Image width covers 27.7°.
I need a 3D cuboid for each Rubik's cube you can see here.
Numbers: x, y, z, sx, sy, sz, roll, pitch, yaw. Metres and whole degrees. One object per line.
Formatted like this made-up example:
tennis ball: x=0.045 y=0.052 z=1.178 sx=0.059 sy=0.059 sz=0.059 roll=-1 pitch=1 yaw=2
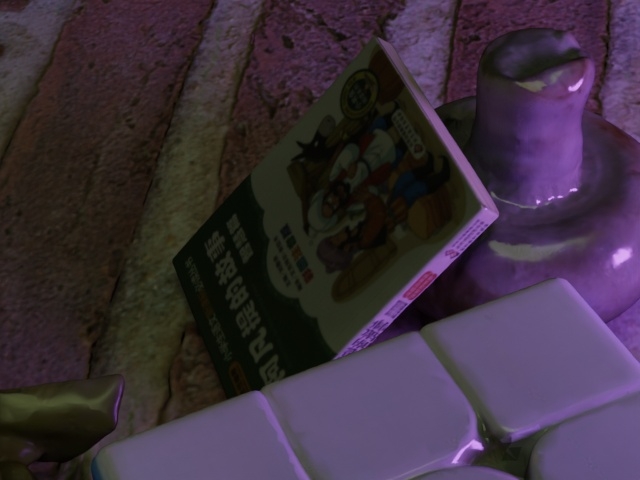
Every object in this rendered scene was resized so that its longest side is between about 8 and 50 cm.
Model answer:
Rubik's cube: x=0.074 y=0.248 z=0.689 sx=0.291 sy=0.292 sz=0.290 roll=-20 pitch=43 yaw=-16

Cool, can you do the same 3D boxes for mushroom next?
mushroom: x=0.153 y=-0.049 z=1.007 sx=0.243 sy=0.243 sz=0.243 roll=-2 pitch=48 yaw=3

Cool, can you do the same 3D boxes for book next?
book: x=0.000 y=0.000 z=0.995 sx=0.264 sy=0.027 sz=0.202 roll=-46 pitch=48 yaw=22

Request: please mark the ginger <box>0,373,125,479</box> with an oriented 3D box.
ginger: x=-0.273 y=0.244 z=0.802 sx=0.358 sy=0.211 sz=0.413 roll=26 pitch=88 yaw=29
